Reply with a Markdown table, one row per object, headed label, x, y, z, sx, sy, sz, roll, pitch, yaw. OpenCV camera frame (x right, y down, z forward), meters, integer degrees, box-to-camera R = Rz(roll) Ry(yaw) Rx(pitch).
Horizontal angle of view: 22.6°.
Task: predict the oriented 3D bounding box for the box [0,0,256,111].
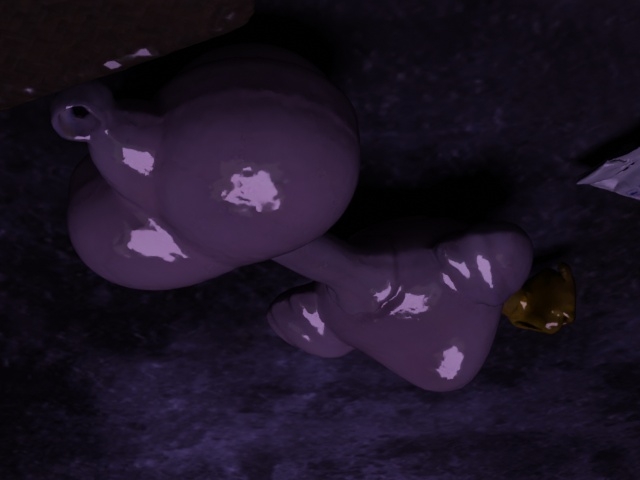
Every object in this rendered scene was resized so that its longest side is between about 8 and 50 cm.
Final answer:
| label | x | y | z | sx | sy | sz | roll | pitch | yaw |
| --- | --- | --- | --- | --- | --- | --- | --- | --- | --- |
| box | -0.172 | -0.133 | 0.507 | 0.273 | 0.143 | 0.184 | -16 | 148 | 20 |

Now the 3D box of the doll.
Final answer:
| label | x | y | z | sx | sy | sz | roll | pitch | yaw |
| --- | --- | --- | --- | --- | --- | --- | --- | --- | --- |
| doll | 0.000 | 0.001 | 0.816 | 0.160 | 0.094 | 0.365 | -19 | 148 | 31 |

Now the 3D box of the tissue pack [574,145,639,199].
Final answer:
| label | x | y | z | sx | sy | sz | roll | pitch | yaw |
| --- | --- | --- | --- | --- | --- | --- | --- | --- | --- |
| tissue pack | 0.246 | -0.030 | 0.851 | 0.193 | 0.026 | 0.122 | 18 | 145 | -33 |
